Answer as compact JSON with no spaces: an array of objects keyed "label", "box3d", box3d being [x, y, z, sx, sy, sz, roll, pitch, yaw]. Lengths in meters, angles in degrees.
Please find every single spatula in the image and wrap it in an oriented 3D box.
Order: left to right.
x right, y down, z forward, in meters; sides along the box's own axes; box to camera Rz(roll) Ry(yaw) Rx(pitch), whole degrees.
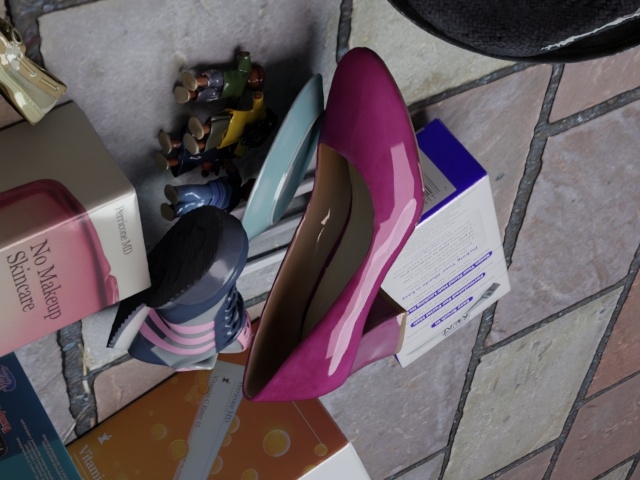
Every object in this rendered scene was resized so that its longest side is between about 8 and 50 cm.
[{"label":"spatula","box3d":[-0.019,-0.031,1.425,0.242,0.019,0.168,-21,151,-26]}]

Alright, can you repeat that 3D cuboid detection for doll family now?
[{"label":"doll family","box3d":[-0.094,-0.093,1.219,0.111,0.076,0.193,-15,147,-40]}]

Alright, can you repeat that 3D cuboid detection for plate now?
[{"label":"plate","box3d":[-0.031,-0.077,1.243,0.188,0.024,0.188,25,90,-86]}]

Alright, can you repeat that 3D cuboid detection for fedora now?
[{"label":"fedora","box3d":[0.180,-0.250,1.047,0.152,0.334,0.334,-69,179,-48]}]

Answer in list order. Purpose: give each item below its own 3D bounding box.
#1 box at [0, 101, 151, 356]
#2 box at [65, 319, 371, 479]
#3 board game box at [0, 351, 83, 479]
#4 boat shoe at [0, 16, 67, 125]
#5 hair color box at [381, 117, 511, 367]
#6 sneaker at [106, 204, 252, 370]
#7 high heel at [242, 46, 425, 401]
[{"label":"box","box3d":[-0.284,0.006,1.097,0.232,0.127,0.148,-26,146,-19]},{"label":"box","box3d":[-0.143,0.298,1.536,0.345,0.215,0.168,-34,148,-7]},{"label":"board game box","box3d":[-0.324,0.269,1.278,0.079,0.254,0.336,-19,144,-27]},{"label":"boat shoe","box3d":[-0.251,-0.150,1.001,0.048,0.056,0.153,-43,151,-11]},{"label":"hair color box","box3d":[0.121,0.014,1.521,0.185,0.110,0.339,-35,151,-5]},{"label":"sneaker","box3d":[-0.111,0.057,1.235,0.131,0.112,0.319,24,157,-16]},{"label":"high heel","box3d":[0.000,0.000,1.229,0.181,0.127,0.377,-20,123,-26]}]
